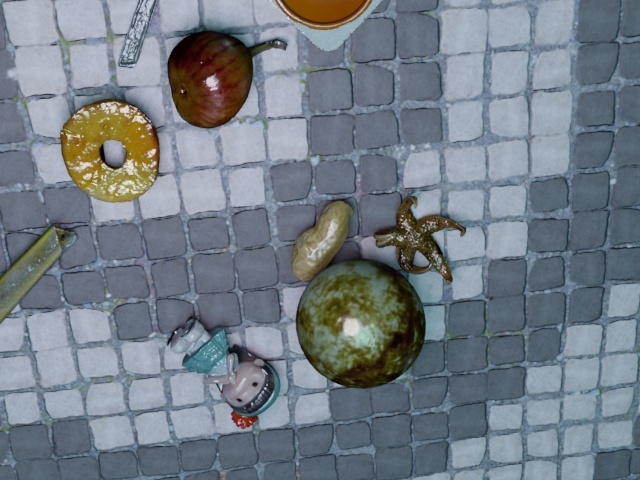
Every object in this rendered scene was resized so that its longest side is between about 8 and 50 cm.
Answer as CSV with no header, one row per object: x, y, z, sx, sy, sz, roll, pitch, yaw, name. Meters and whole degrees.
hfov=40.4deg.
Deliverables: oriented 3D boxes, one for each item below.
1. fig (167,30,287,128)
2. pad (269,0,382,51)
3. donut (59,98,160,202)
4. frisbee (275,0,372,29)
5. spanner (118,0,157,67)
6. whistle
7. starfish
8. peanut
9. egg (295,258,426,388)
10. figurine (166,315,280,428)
-0.180,-0.293,1.478,0.149,0.148,0.202,44,60,-49,fig
0.044,-0.471,1.498,0.176,0.002,0.266,40,102,-20,pad
-0.366,-0.165,1.538,0.174,0.074,0.190,-19,117,0,donut
0.006,-0.456,1.477,0.192,0.035,0.192,-2,112,-6,frisbee
-0.280,-0.440,1.461,0.093,0.026,0.325,20,109,-13,spanner
-0.578,0.091,1.625,0.326,0.057,0.068,-43,155,11,whistle
0.201,0.001,1.669,0.190,0.074,0.146,42,103,-20,starfish
0.000,0.000,1.648,0.080,0.080,0.174,30,102,-17,peanut
0.083,0.160,1.626,0.238,0.238,0.289,-39,144,9,egg
-0.191,0.255,1.715,0.138,0.110,0.245,-41,108,20,figurine
